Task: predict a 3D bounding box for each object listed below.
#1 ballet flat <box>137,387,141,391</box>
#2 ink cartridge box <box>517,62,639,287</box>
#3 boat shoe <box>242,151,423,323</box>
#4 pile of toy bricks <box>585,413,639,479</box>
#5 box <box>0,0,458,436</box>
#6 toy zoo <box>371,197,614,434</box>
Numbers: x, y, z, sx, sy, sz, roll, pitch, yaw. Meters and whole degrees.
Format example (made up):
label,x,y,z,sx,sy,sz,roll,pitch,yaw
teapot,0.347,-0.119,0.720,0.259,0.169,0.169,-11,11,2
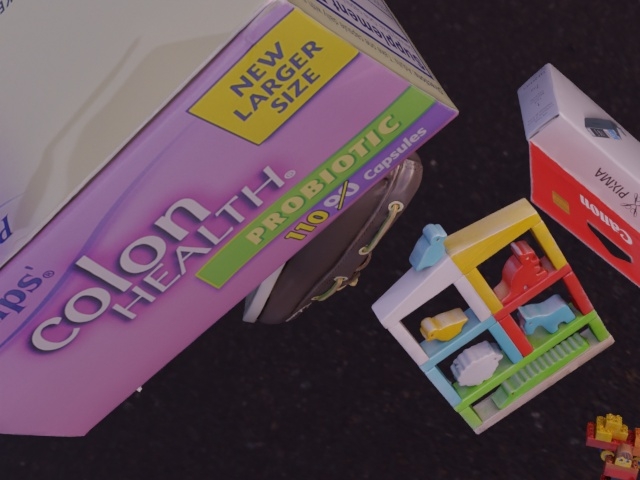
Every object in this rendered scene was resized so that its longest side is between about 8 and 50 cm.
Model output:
label,x,y,z,sx,sy,sz,roll,pitch,yaw
ballet flat,-0.123,-0.016,0.606,0.091,0.077,0.241,-31,44,38
ink cartridge box,0.390,-0.066,1.462,0.066,0.296,0.261,-42,25,30
boat shoe,0.000,0.000,0.963,0.096,0.324,0.117,14,62,-6
pile of toy bricks,0.374,0.197,1.085,0.212,0.118,0.105,10,113,10
box,-0.106,-0.084,0.441,0.213,0.117,0.243,-41,59,19
toy zoo,0.180,0.077,1.170,0.192,0.293,0.030,-35,41,5
